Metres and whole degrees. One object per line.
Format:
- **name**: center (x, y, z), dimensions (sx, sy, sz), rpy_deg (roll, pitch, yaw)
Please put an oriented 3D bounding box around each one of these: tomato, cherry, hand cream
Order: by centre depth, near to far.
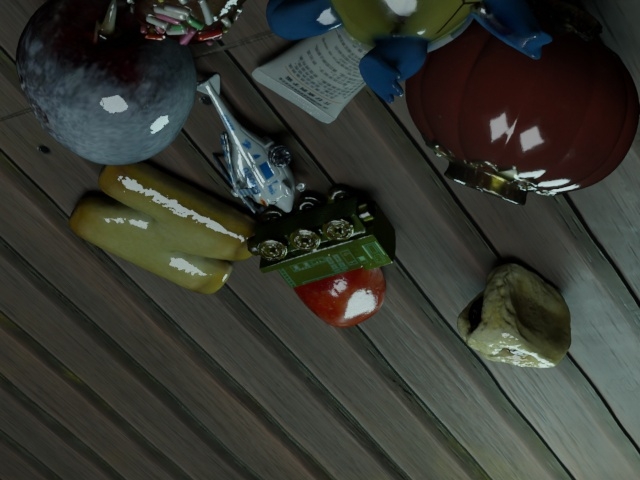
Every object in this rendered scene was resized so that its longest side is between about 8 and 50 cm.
- **hand cream**: center (0.037, -0.250, 1.950), dimensions (0.139, 0.089, 0.314), rpy_deg (33, 144, -21)
- **cherry**: center (-0.294, -0.228, 1.983), dimensions (0.255, 0.218, 0.296), rpy_deg (22, 151, 10)
- **tomato**: center (0.033, 0.089, 2.390), dimensions (0.166, 0.082, 0.174), rpy_deg (-15, 132, 32)

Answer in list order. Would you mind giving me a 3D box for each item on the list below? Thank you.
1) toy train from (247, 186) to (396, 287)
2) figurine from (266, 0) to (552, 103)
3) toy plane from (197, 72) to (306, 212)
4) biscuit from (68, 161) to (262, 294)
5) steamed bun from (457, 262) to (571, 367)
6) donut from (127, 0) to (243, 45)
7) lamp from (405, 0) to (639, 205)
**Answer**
- **toy train**: center (0.000, 0.000, 2.265), dimensions (0.225, 0.090, 0.137), rpy_deg (-16, 134, 24)
- **figurine**: center (0.114, -0.309, 1.647), dimensions (0.416, 0.243, 0.298), rpy_deg (-24, 107, 18)
- **toy plane**: center (-0.118, -0.151, 2.155), dimensions (0.273, 0.107, 0.182), rpy_deg (60, 172, -13)
- **biscuit**: center (-0.257, -0.020, 2.367), dimensions (0.290, 0.062, 0.237), rpy_deg (29, 141, -16)
- **steamed bun**: center (0.299, 0.137, 2.318), dimensions (0.172, 0.141, 0.155), rpy_deg (32, 144, -27)
- **donut**: center (-0.108, -0.358, 1.714), dimensions (0.136, 0.259, 0.345), rpy_deg (36, 138, -8)
- **lamp**: center (0.254, -0.180, 1.810), dimensions (0.303, 0.257, 0.303), rpy_deg (23, -176, -2)
